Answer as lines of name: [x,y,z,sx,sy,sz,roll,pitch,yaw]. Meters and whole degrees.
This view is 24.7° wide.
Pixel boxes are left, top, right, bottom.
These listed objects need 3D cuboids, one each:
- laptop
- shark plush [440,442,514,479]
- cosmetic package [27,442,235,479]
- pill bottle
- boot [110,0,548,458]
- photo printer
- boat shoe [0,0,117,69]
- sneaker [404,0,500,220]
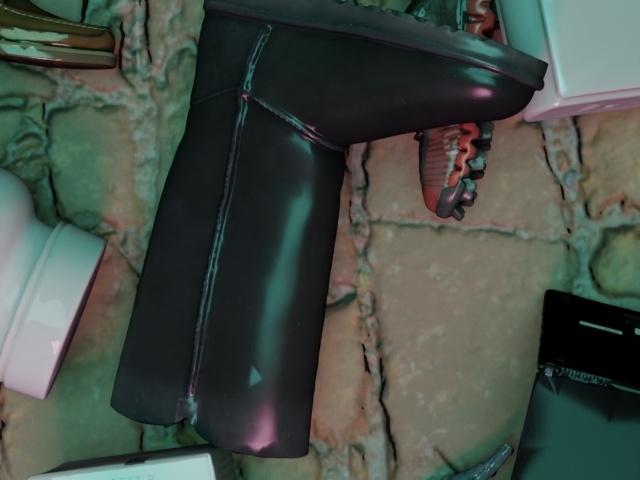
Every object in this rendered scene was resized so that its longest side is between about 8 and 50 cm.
laptop: [0.308,0.185,1.407,0.234,0.264,0.136,15,116,4]
shark plush: [0.137,0.270,1.474,0.161,0.067,0.073,-30,86,2]
cosmetic package: [-0.178,0.290,1.455,0.183,0.151,0.151,-8,87,3]
pill bottle: [-0.429,0.004,1.434,0.407,0.229,0.229,22,89,-5]
boot: [-0.002,-0.001,1.395,0.367,0.146,0.445,17,95,32]
photo printer: [0.286,-0.283,1.430,0.256,0.107,0.307,-8,83,-20]
boat shoe: [-0.355,-0.243,1.511,0.307,0.111,0.104,10,89,4]
sneaker: [0.115,-0.159,1.480,0.135,0.097,0.276,6,86,4]
